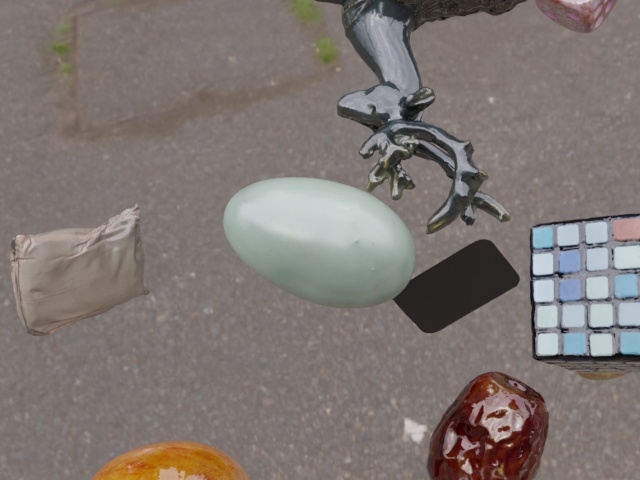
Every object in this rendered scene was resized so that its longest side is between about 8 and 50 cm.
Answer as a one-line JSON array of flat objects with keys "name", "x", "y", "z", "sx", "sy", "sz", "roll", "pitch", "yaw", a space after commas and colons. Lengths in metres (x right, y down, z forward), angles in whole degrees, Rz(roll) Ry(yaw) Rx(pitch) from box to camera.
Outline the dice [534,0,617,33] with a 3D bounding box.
[{"name": "dice", "x": 0.349, "y": -0.341, "z": 1.184, "sx": 0.091, "sy": 0.094, "sz": 0.093, "roll": 34, "pitch": 94, "yaw": 23}]

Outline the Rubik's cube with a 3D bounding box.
[{"name": "Rubik's cube", "x": 0.385, "y": 0.073, "z": 1.128, "sx": 0.187, "sy": 0.182, "sz": 0.184, "roll": -5, "pitch": 76, "yaw": 35}]

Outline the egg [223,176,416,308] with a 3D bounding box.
[{"name": "egg", "x": 0.000, "y": 0.000, "z": 1.641, "sx": 0.371, "sy": 0.230, "sz": 0.230, "roll": 20, "pitch": 42, "yaw": -9}]

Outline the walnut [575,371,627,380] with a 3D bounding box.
[{"name": "walnut", "x": 0.565, "y": 0.172, "z": 1.738, "sx": 0.222, "sy": 0.195, "sz": 0.195, "roll": -29, "pitch": 44, "yaw": -6}]

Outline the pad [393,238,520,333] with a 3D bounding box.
[{"name": "pad", "x": 0.311, "y": 0.109, "z": 2.022, "sx": 0.267, "sy": 0.181, "sz": 0.004, "roll": -32, "pitch": 34, "yaw": 19}]

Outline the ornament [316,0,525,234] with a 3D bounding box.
[{"name": "ornament", "x": 0.105, "y": -0.122, "z": 0.640, "sx": 0.202, "sy": 0.080, "sz": 0.236, "roll": -12, "pitch": 71, "yaw": 5}]

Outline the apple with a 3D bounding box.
[{"name": "apple", "x": -0.242, "y": 0.447, "z": 1.326, "sx": 0.275, "sy": 0.299, "sz": 0.299, "roll": 5, "pitch": 44, "yaw": 12}]

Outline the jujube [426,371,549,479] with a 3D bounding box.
[{"name": "jujube", "x": 0.281, "y": 0.344, "z": 1.477, "sx": 0.183, "sy": 0.243, "sz": 0.183, "roll": 21, "pitch": 12, "yaw": -5}]

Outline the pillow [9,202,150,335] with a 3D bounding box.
[{"name": "pillow", "x": -0.355, "y": 0.041, "z": 1.341, "sx": 0.067, "sy": 0.173, "sz": 0.270, "roll": 15, "pitch": 22, "yaw": 28}]
